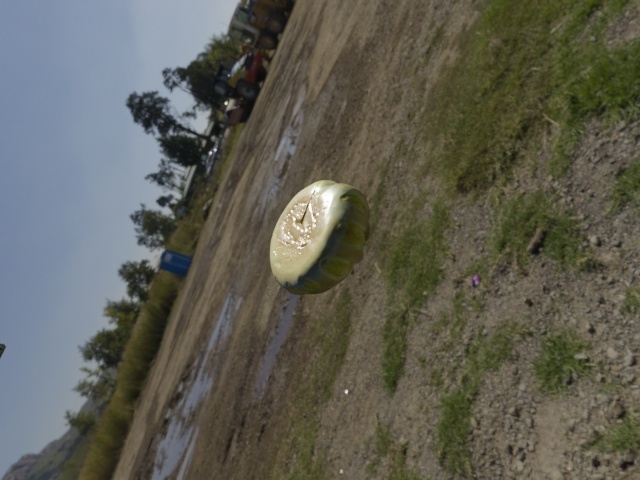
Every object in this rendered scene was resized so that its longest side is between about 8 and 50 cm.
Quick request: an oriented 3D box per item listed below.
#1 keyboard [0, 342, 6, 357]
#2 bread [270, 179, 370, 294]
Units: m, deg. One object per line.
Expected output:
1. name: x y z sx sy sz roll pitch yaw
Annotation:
1. keyboard: -0.502 0.106 0.609 0.014 0.176 0.055 -49 26 -7
2. bread: 0.000 0.000 0.760 0.213 0.105 0.213 -35 39 36
